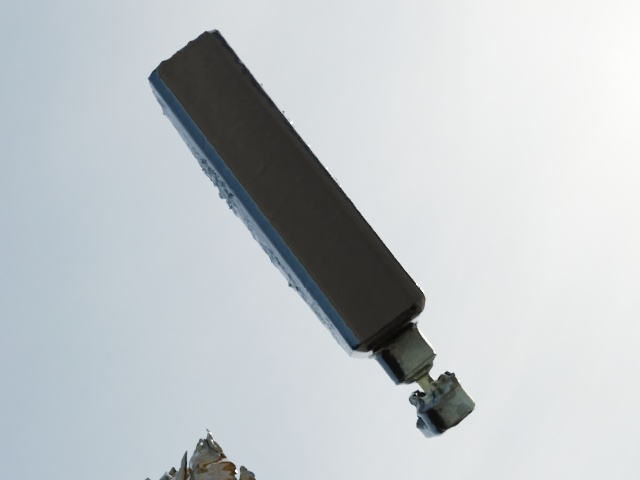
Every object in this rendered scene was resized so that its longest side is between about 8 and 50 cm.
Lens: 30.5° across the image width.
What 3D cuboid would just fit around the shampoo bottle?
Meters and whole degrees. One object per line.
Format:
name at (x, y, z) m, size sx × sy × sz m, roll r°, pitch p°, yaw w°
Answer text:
shampoo bottle at (0.000, 0.000, 0.805) m, size 0.071 × 0.309 × 0.098 m, roll -37°, pitch -7°, yaw -10°

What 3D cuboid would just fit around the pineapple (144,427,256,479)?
pineapple at (-0.055, 0.223, 0.719) m, size 0.076 × 0.225 × 0.225 m, roll -23°, pitch -53°, yaw -22°
